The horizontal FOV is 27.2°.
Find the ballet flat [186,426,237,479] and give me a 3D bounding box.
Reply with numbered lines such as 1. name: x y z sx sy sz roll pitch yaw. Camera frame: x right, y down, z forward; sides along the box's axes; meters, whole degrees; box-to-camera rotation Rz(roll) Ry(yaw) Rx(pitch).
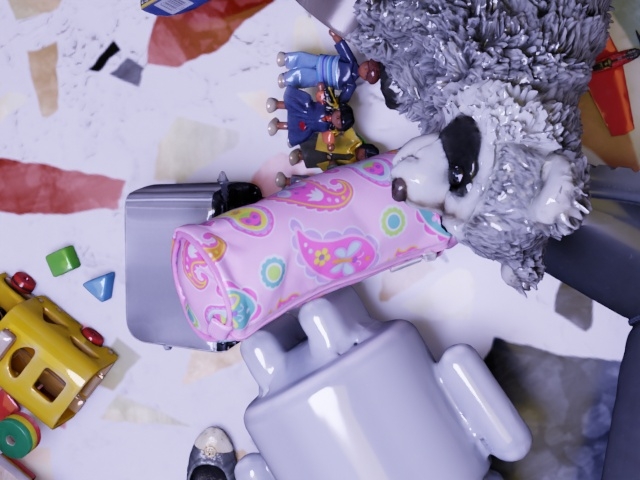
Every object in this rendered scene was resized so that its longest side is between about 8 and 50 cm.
1. ballet flat: -0.125 0.289 1.446 0.057 0.049 0.173 9 97 8

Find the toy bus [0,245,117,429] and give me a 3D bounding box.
1. toy bus: -0.325 0.111 1.436 0.202 0.104 0.191 -8 94 10

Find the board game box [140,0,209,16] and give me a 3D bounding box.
1. board game box: -0.100 -0.344 1.342 0.194 0.060 0.194 -20 63 36

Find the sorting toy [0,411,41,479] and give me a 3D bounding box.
1. sorting toy: -0.339 0.312 1.476 0.132 0.046 0.274 38 121 7

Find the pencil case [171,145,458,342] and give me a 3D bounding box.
1. pencil case: 0.000 0.000 1.252 0.284 0.124 0.124 -21 92 -28

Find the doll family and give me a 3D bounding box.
1. doll family: 0.011 -0.117 1.356 0.111 0.076 0.193 6 121 29

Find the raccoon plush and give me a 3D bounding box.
1. raccoon plush: 0.240 -0.164 1.170 0.446 0.216 0.299 -31 67 -3

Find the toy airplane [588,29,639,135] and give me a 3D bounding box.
1. toy airplane: 0.260 -0.171 1.342 0.151 0.028 0.151 1 97 9

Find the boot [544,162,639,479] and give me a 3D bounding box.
1. boot: 0.287 0.164 1.251 0.367 0.146 0.445 7 80 9

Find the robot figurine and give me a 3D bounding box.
1. robot figurine: 0.059 0.219 1.330 0.300 0.200 0.353 -29 90 22

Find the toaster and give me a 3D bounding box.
1. toaster: -0.123 0.016 1.358 0.110 0.168 0.185 1 97 11

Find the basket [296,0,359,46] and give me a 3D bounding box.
1. basket: 0.085 -0.301 1.303 0.204 0.154 0.227 33 105 -9
